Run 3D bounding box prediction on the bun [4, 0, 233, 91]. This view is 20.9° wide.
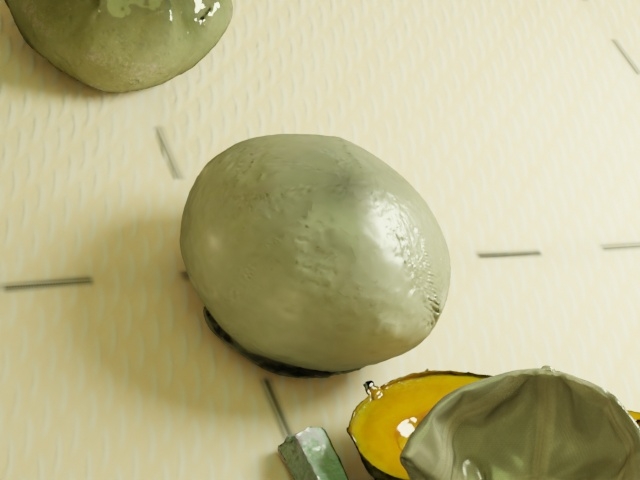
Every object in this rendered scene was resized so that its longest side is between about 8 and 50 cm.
[{"bbox_3d":[-0.232,-0.296,1.967,0.272,0.168,0.273,13,47,-15],"label":"bun"}]

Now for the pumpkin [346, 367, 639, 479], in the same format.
[{"bbox_3d":[0.157,0.193,1.641,0.278,0.111,0.163,-12,34,-17],"label":"pumpkin"}]

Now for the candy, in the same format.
[{"bbox_3d":[0.000,0.000,1.719,0.295,0.185,0.296,8,45,-8],"label":"candy"}]

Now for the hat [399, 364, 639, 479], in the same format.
[{"bbox_3d":[0.180,0.243,1.493,0.219,0.226,0.164,10,32,14],"label":"hat"}]

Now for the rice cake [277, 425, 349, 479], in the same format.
[{"bbox_3d":[0.019,0.253,1.558,0.043,0.034,0.211,3,42,-33],"label":"rice cake"}]
